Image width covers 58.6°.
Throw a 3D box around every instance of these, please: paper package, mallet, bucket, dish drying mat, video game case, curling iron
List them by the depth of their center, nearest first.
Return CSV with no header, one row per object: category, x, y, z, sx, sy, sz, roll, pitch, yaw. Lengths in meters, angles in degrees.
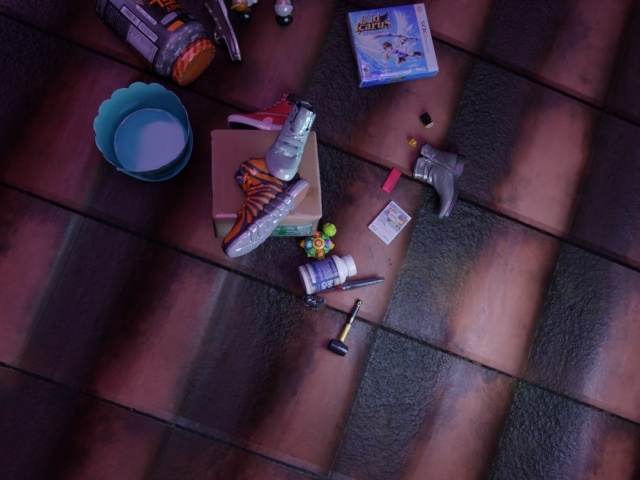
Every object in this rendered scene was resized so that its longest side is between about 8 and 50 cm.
bucket,-0.524,-0.317,1.728,0.282,0.183,0.280,1,84,-7
paper package,-0.170,-0.172,1.740,0.325,0.168,0.309,-1,73,-8
mallet,0.079,0.271,1.815,0.063,0.039,0.189,21,78,-8
curling iron,0.074,0.162,1.825,0.274,0.035,0.068,-17,90,-8
video game case,0.228,-0.059,1.880,0.087,0.011,0.122,43,81,0
dish drying mat,0.236,-0.199,1.898,0.032,0.008,0.083,32,80,-4
video game case,0.241,-0.660,1.924,0.270,0.061,0.244,-11,84,-8

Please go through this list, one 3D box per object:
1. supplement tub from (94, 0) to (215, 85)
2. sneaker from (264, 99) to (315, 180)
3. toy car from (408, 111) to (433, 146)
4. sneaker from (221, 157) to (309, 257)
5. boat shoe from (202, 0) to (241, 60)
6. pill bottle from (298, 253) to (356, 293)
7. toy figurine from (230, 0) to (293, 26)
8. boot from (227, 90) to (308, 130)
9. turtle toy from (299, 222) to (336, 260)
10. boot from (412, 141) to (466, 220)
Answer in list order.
supplement tub,-0.501,-0.652,1.755,0.338,0.207,0.207,43,81,-2
sneaker,-0.080,-0.286,1.569,0.094,0.151,0.255,20,43,-11
toy car,0.336,-0.373,1.926,0.122,0.060,0.041,-47,136,7
sneaker,-0.194,-0.102,1.577,0.180,0.124,0.321,38,61,11
boat shoe,-0.317,-0.677,1.848,0.069,0.081,0.227,-19,79,-6
pill bottle,0.022,0.101,1.794,0.170,0.094,0.094,-18,86,-8
toy figurine,-0.183,-0.772,1.811,0.210,0.213,0.148,0,100,-4
boot,-0.168,-0.414,1.843,0.245,0.088,0.176,9,68,2
turtle toy,0.000,0.000,1.817,0.095,0.066,0.130,38,81,-2
boot,0.375,-0.195,1.890,0.161,0.083,0.246,15,76,2
